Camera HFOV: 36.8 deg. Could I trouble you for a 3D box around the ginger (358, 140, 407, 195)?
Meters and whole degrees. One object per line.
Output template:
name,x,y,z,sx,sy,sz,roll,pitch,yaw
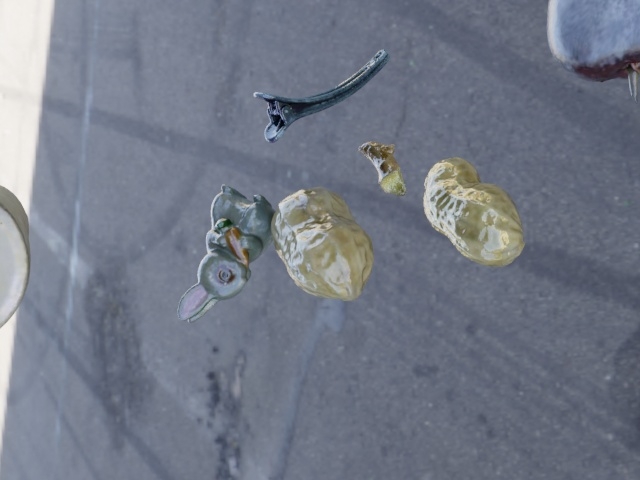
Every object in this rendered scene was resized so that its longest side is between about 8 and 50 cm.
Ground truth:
ginger,0.122,-0.141,1.811,0.057,0.044,0.137,-58,45,39

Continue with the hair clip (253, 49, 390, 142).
hair clip,0.012,-0.243,1.556,0.048,0.275,0.083,7,119,51

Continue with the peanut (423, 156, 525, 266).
peanut,0.285,-0.060,1.843,0.305,0.147,0.147,49,132,52

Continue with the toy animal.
toy animal,-0.159,0.038,1.686,0.125,0.127,0.251,0,66,61

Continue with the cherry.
cherry,0.491,-0.370,1.540,0.255,0.218,0.296,-9,78,31

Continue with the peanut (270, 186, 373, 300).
peanut,0.000,0.000,1.566,0.313,0.152,0.152,-115,34,-63

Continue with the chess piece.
chess piece,-0.387,0.007,1.060,0.299,0.167,0.167,-144,56,-77
